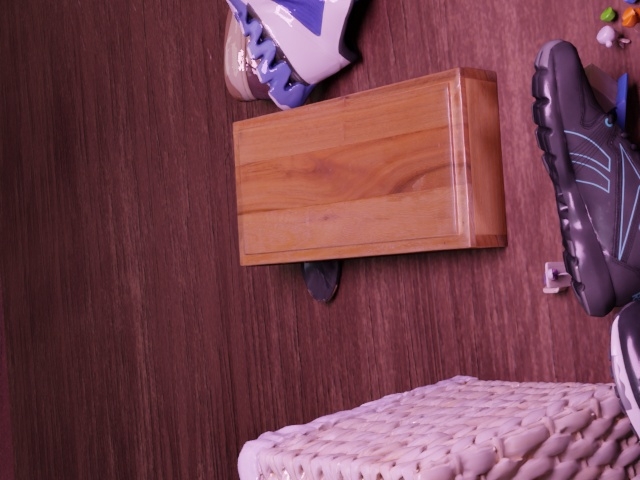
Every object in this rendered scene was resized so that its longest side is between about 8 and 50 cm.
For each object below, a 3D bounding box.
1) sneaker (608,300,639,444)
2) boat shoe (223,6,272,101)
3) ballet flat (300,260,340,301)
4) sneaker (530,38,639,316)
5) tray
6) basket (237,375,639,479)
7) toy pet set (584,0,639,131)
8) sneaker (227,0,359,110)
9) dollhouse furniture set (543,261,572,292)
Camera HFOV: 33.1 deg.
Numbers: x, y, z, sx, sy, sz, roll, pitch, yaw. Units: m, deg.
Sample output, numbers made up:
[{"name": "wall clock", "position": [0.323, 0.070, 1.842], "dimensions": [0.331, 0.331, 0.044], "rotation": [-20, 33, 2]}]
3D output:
[{"name": "sneaker", "position": [0.361, 0.176, 0.962], "dimensions": [0.124, 0.107, 0.283], "rotation": [-29, 71, 36]}, {"name": "boat shoe", "position": [-0.063, -0.368, 1.533], "dimensions": [0.123, 0.123, 0.341], "rotation": [4, 93, 25]}, {"name": "ballet flat", "position": [0.000, 0.000, 1.508], "dimensions": [0.058, 0.049, 0.173], "rotation": [-6, 86, 11]}, {"name": "sneaker", "position": [0.269, -0.065, 1.027], "dimensions": [0.101, 0.106, 0.267], "rotation": [-68, -37, -79]}, {"name": "tray", "position": [0.044, -0.078, 1.360], "dimensions": [0.411, 0.076, 0.202], "rotation": [-6, 87, 46]}, {"name": "basket", "position": [0.141, 0.316, 1.038], "dimensions": [0.266, 0.331, 0.328], "rotation": [-13, 88, 53]}, {"name": "toy pet set", "position": [0.290, -0.167, 1.082], "dimensions": [0.122, 0.065, 0.114], "rotation": [-40, 24, 45]}, {"name": "sneaker", "position": [-0.037, -0.345, 1.410], "dimensions": [0.182, 0.127, 0.315], "rotation": [-25, 106, 16]}, {"name": "dollhouse furniture set", "position": [0.245, -0.003, 1.112], "dimensions": [0.091, 0.081, 0.114], "rotation": [-8, 85, 55]}]
